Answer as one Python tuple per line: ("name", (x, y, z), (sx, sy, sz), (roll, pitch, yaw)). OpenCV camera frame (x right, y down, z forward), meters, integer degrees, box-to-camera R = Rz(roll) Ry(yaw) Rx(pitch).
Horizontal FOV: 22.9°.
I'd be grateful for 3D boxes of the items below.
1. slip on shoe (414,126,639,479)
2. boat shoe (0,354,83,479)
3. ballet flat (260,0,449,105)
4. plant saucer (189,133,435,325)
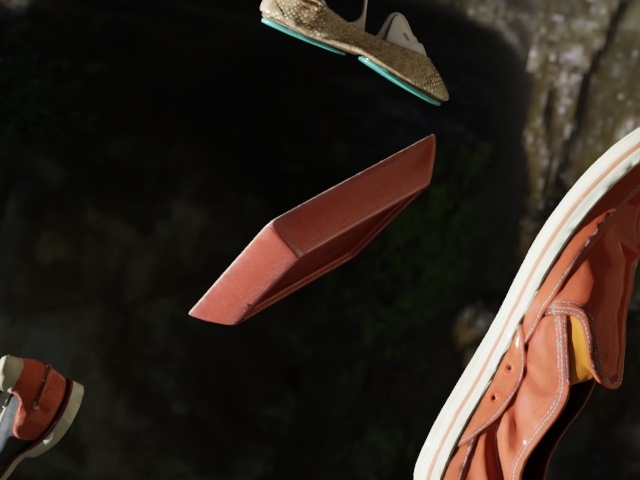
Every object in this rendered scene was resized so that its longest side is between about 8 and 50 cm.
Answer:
("slip on shoe", (0.187, 0.065, 1.164), (0.331, 0.101, 0.123), (-63, -21, 9))
("boat shoe", (-0.166, 0.095, 0.778), (0.137, 0.043, 0.049), (-38, 33, 44))
("ballet flat", (0.044, -0.200, 1.531), (0.067, 0.206, 0.073), (-64, 14, 6))
("plant saucer", (0.000, 0.000, 1.806), (0.258, 0.048, 0.259), (-29, -10, -35))
